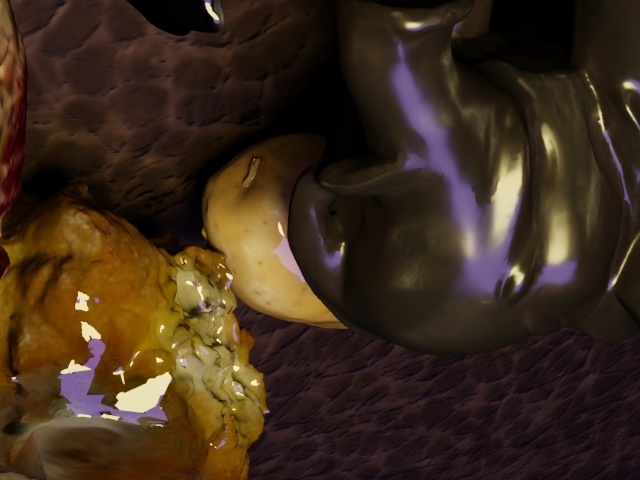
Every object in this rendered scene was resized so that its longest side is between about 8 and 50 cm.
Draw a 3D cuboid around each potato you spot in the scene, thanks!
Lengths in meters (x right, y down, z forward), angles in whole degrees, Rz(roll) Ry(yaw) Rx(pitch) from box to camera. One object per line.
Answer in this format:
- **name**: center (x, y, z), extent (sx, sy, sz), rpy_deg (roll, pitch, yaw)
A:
- **potato**: center (0.000, 0.000, 1.091), extent (0.118, 0.109, 0.178), rpy_deg (-53, 144, 1)

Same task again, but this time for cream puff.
- **cream puff**: center (-0.144, 0.080, 1.021), extent (0.241, 0.155, 0.269), rpy_deg (7, 133, -12)

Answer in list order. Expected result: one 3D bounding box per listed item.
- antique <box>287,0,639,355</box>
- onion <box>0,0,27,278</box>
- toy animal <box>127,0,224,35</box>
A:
- **antique**: center (0.125, -0.056, 0.981), extent (0.322, 0.185, 0.255), rpy_deg (-13, 120, -24)
- **onion**: center (-0.263, -0.052, 0.523), extent (0.336, 0.282, 0.260), rpy_deg (-47, 131, -30)
- **toy animal**: center (-0.099, -0.179, 0.698), extent (0.116, 0.218, 0.179), rpy_deg (-39, -172, 23)
